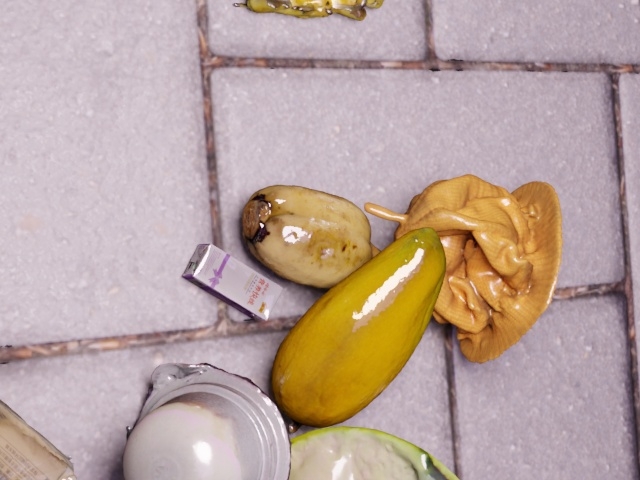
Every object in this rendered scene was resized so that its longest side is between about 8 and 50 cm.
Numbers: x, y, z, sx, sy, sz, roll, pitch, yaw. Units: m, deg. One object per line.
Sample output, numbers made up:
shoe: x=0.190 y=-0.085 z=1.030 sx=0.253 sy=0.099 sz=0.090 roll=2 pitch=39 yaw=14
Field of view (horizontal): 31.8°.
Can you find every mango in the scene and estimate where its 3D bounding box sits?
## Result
mango: x=0.048 y=0.113 z=1.359 sx=0.316 sy=0.119 sz=0.176 roll=-53 pitch=144 yaw=12

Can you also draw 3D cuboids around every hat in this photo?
hat: x=0.149 y=0.005 z=1.430 sx=0.233 sy=0.233 sz=0.244 roll=22 pitch=119 yaw=-22

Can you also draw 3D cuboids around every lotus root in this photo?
lotus root: x=0.000 y=0.000 z=1.389 sx=0.221 sy=0.118 sz=0.125 roll=20 pitch=68 yaw=-33

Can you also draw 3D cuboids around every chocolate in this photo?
chocolate: x=-0.143 y=0.235 z=1.237 sx=0.221 sy=0.147 sz=0.221 roll=-2 pitch=79 yaw=13

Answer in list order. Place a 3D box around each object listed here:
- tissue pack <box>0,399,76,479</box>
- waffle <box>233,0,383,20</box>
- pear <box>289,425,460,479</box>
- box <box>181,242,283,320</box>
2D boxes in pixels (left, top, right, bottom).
tissue pack: x=-0.405 y=0.236 z=1.160 sx=0.256 sy=0.123 sz=0.215 roll=48 pitch=70 yaw=-17
waffle: x=-0.008 y=-0.391 z=1.437 sx=0.262 sy=0.060 sz=0.280 roll=46 pitch=68 yaw=-18
pear: x=0.043 y=0.413 z=1.312 sx=0.165 sy=0.399 sz=0.398 roll=22 pitch=74 yaw=-66
box: x=-0.107 y=0.051 z=1.376 sx=0.117 sy=0.036 sz=0.050 roll=31 pitch=75 yaw=-24
